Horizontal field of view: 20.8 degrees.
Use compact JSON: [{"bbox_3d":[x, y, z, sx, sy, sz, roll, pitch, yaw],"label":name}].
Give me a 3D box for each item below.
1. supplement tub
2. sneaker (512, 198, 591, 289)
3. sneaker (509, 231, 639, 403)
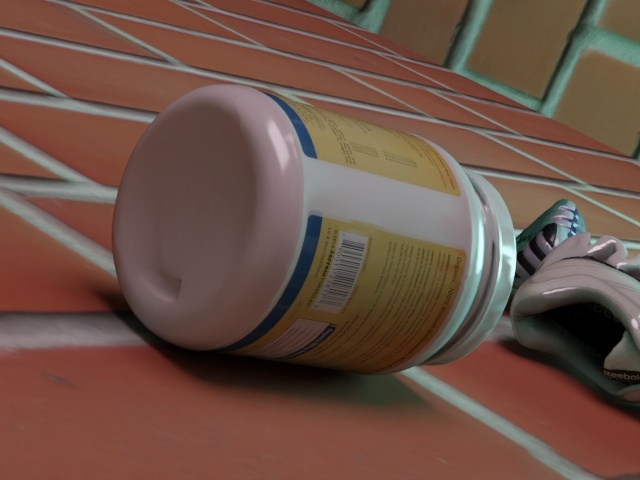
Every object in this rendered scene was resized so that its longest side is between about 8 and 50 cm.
[{"bbox_3d":[0.000,0.000,0.980,0.199,0.144,0.144,13,15,-42],"label":"supplement tub"},{"bbox_3d":[0.204,0.032,1.457,0.098,0.083,0.223,47,15,0],"label":"sneaker"},{"bbox_3d":[0.267,0.090,1.226,0.292,0.110,0.118,21,20,24],"label":"sneaker"}]
